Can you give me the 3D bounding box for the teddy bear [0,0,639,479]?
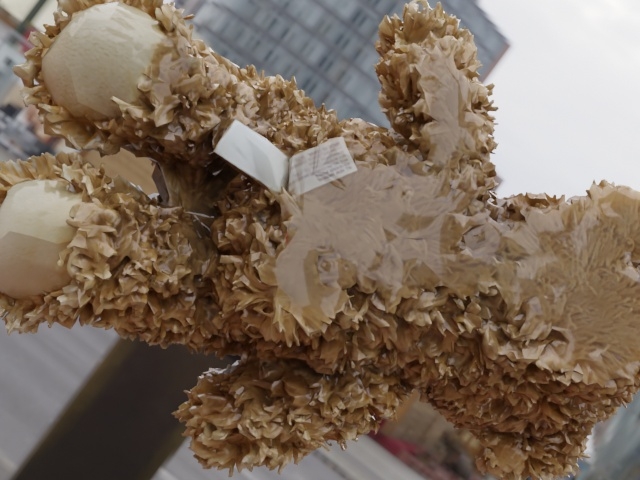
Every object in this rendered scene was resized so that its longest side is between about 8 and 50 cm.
[{"bbox_3d":[0.000,0.000,0.626,0.338,0.245,0.113,2,-12,-17],"label":"teddy bear"}]
